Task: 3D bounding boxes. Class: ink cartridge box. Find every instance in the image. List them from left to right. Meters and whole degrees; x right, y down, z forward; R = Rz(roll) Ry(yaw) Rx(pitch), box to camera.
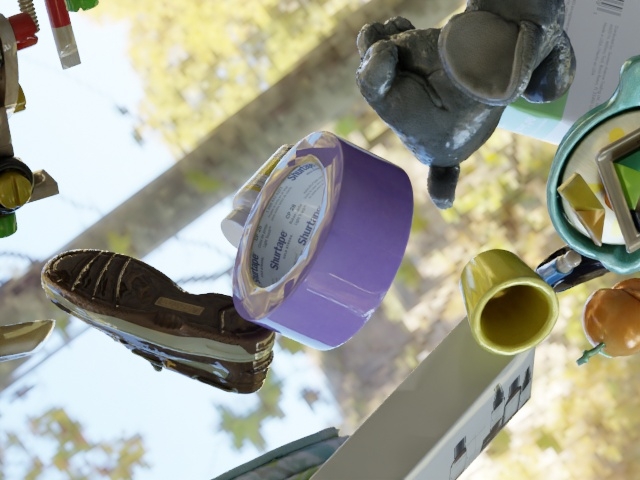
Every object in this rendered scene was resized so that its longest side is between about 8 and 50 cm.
[{"bbox_3d":[0.378,-0.184,1.836,0.353,0.207,0.119,16,170,-2],"label":"ink cartridge box"}]

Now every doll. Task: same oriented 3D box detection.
[{"bbox_3d":[0.253,0.018,1.574,0.129,0.189,0.046,-5,-106,-69],"label":"doll"}]

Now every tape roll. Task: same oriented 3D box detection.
[{"bbox_3d":[0.000,0.000,1.545,0.080,0.189,0.189,25,-159,-24],"label":"tape roll"}]

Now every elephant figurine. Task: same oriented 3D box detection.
[{"bbox_3d":[0.161,-0.183,1.551,0.186,0.239,0.169,46,-143,-26],"label":"elephant figurine"}]

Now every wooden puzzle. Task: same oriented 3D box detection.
[{"bbox_3d":[0.201,-0.036,1.001,0.078,0.116,0.014,61,166,-25],"label":"wooden puzzle"}]

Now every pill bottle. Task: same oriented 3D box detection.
[{"bbox_3d":[-0.051,-0.041,1.736,0.065,0.116,0.065,30,149,21],"label":"pill bottle"}]

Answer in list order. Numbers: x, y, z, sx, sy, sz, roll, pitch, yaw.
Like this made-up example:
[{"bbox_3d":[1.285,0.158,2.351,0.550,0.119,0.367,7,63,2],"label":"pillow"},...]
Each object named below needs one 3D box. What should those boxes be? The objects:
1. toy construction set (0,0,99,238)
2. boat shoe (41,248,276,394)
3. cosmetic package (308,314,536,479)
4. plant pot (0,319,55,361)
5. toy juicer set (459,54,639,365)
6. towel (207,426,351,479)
[{"bbox_3d":[-0.338,-0.144,1.711,0.309,0.257,0.237,-39,-54,-45],"label":"toy construction set"},{"bbox_3d":[-0.167,0.090,1.669,0.257,0.095,0.095,20,-141,23],"label":"boat shoe"},{"bbox_3d":[0.075,0.160,1.293,0.060,0.239,0.099,32,151,27],"label":"cosmetic package"},{"bbox_3d":[-0.390,0.120,1.743,0.236,0.236,0.032,10,-112,-78],"label":"plant pot"},{"bbox_3d":[0.258,-0.038,1.233,0.209,0.329,0.089,18,-157,-23],"label":"toy juicer set"},{"bbox_3d":[-0.097,0.360,1.554,0.090,0.374,0.320,48,153,43],"label":"towel"}]
